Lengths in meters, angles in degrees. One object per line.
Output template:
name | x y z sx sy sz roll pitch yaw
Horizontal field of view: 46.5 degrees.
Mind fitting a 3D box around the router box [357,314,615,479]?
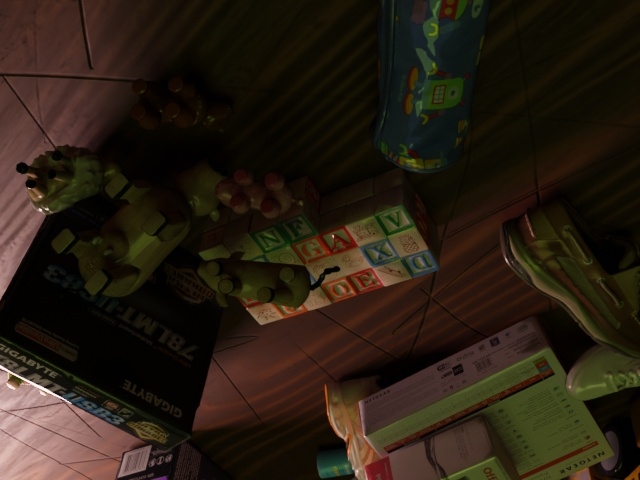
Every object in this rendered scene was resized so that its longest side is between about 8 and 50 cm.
router box | 0.282 0.321 1.266 0.335 0.082 0.301 -29 120 13

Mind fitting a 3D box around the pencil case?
pencil case | 0.117 -0.221 0.823 0.133 0.119 0.306 -17 135 -18

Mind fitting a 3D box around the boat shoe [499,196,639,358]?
boat shoe | 0.397 0.054 1.046 0.324 0.122 0.120 33 124 -23

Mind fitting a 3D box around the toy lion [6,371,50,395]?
toy lion | -0.529 0.241 1.382 0.100 0.034 0.096 12 125 -4

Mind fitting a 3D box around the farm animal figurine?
farm animal figurine | -0.179 -0.021 0.952 0.326 0.172 0.330 -28 81 7

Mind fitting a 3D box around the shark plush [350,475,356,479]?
shark plush | 0.136 0.471 1.520 0.161 0.073 0.067 -23 149 0

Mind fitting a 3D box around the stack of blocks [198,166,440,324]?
stack of blocks | 0.000 0.000 1.061 0.297 0.087 0.171 -19 127 22

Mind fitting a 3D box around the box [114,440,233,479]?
box | -0.288 0.552 1.558 0.165 0.143 0.270 -20 127 22

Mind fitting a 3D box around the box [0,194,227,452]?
box | -0.284 0.101 1.046 0.295 0.293 0.073 36 126 -23

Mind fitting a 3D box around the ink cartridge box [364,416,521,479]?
ink cartridge box | 0.205 0.401 1.207 0.218 0.092 0.158 -28 120 10

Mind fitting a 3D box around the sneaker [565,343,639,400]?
sneaker | 0.482 0.196 1.135 0.212 0.094 0.080 -25 118 -2

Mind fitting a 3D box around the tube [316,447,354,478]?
tube | 0.098 0.430 1.474 0.207 0.052 0.080 -12 135 10

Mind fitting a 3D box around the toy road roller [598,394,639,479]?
toy road roller | 0.630 0.385 1.236 0.202 0.240 0.329 13 132 -6

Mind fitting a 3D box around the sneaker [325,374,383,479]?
sneaker | 0.102 0.355 1.357 0.121 0.099 0.262 -18 120 9

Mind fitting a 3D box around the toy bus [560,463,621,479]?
toy bus | 0.630 0.555 1.466 0.332 0.130 0.108 24 129 -15
